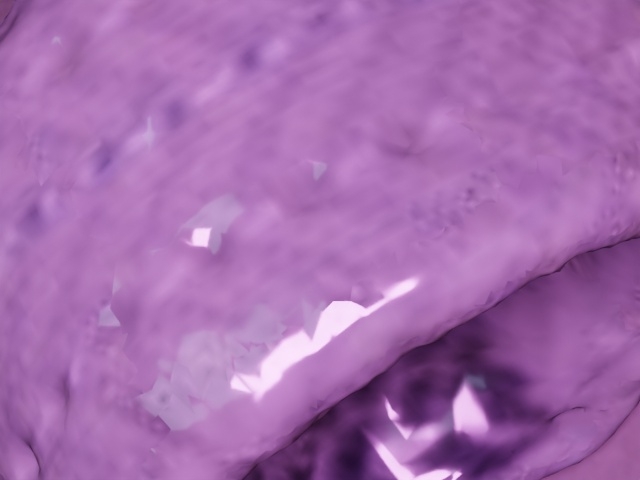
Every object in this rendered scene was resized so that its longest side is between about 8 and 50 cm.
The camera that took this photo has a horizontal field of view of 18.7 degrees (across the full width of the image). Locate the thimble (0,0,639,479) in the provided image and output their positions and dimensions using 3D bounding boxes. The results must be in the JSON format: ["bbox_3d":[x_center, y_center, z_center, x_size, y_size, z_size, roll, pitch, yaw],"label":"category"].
[{"bbox_3d":[0.000,0.000,0.574,0.245,0.217,0.157,-37,67,9],"label":"thimble"}]
